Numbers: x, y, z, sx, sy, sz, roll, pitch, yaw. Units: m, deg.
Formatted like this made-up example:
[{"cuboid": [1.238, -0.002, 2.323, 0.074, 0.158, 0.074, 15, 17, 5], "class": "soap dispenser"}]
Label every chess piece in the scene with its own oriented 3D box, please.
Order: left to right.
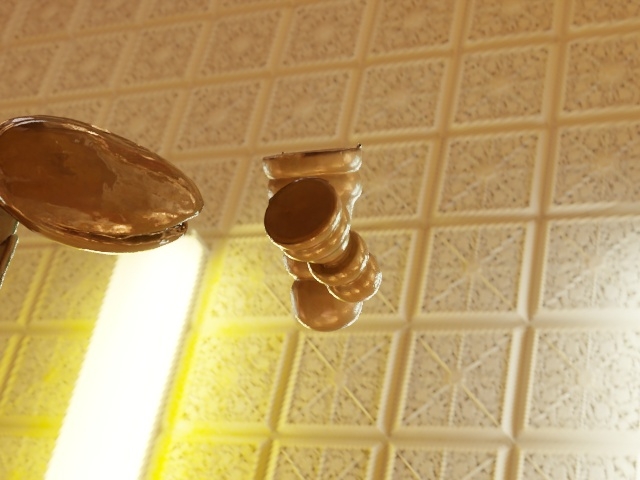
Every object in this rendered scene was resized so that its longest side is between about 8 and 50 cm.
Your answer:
[{"cuboid": [0.000, 0.000, 1.554, 0.143, 0.143, 0.260, -3, -85, 25], "class": "chess piece"}, {"cuboid": [0.014, 0.009, 1.278, 0.094, 0.170, 0.094, -16, -128, 22], "class": "chess piece"}]

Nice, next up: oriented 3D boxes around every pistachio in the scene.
[{"cuboid": [-0.231, -0.056, 1.108, 0.226, 0.136, 0.135, 18, -123, -13], "class": "pistachio"}]

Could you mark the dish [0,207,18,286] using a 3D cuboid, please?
[{"cuboid": [-0.393, 0.008, 1.251, 0.224, 0.078, 0.246, -70, -162, -1], "class": "dish"}]
